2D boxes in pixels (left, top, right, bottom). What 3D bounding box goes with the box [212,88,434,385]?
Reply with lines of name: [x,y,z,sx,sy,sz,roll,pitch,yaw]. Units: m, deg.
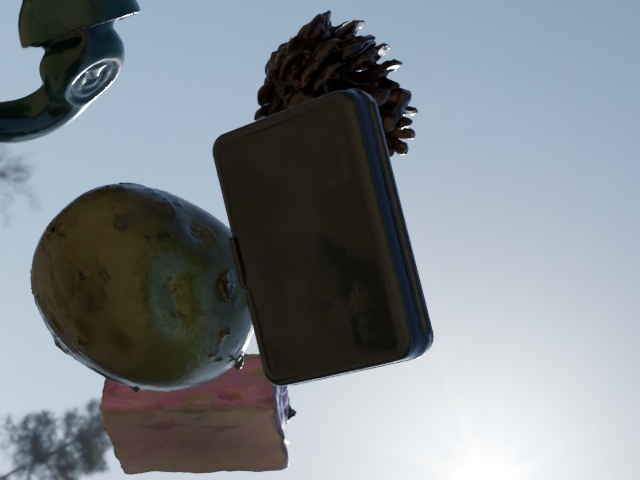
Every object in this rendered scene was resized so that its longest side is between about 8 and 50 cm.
box: [0.000,0.000,0.929,0.160,0.050,0.230,-17,-96,31]

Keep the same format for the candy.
candy: [-0.175,0.250,1.594,0.115,0.265,0.155,-83,167,-48]

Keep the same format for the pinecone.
pinecone: [0.017,-0.137,1.090,0.174,0.174,0.173,38,-37,36]

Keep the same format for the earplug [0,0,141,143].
earplug: [-0.367,-0.280,1.484,0.164,0.258,0.280,-57,138,-74]

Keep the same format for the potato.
potato: [-0.211,0.061,1.299,0.270,0.219,0.359,33,-16,-13]
